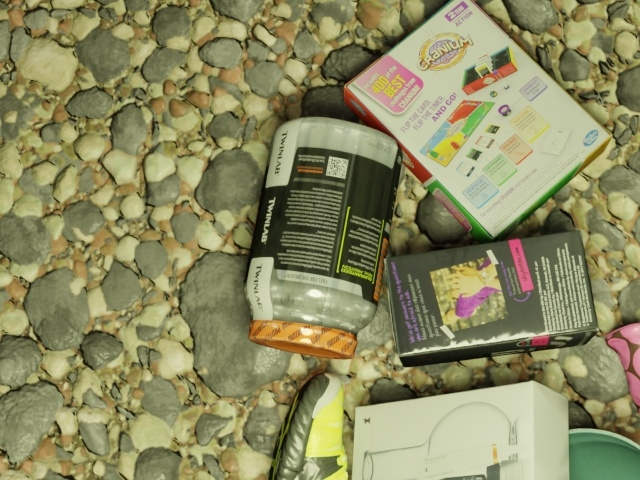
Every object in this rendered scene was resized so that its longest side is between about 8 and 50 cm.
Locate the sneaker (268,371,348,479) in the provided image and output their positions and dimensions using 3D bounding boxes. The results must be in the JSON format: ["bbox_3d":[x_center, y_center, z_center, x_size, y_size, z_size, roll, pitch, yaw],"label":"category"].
[{"bbox_3d":[-0.003,0.376,1.695,0.147,0.145,0.384,10,87,-3],"label":"sneaker"}]

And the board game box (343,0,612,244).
[{"bbox_3d":[0.227,-0.178,1.796,0.242,0.064,0.316,-39,76,-11],"label":"board game box"}]

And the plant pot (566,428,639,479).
[{"bbox_3d":[0.375,0.406,1.568,0.293,0.196,0.293,-20,57,35],"label":"plant pot"}]

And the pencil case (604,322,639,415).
[{"bbox_3d":[0.460,0.216,1.685,0.095,0.098,0.209,-2,71,-40],"label":"pencil case"}]

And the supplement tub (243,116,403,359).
[{"bbox_3d":[0.000,0.000,1.735,0.194,0.193,0.316,9,78,9],"label":"supplement tub"}]

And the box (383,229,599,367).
[{"bbox_3d":[0.233,0.086,1.701,0.270,0.165,0.143,-8,77,6],"label":"box"}]

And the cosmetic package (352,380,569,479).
[{"bbox_3d":[0.171,0.385,1.558,0.284,0.097,0.377,-16,60,39],"label":"cosmetic package"}]
